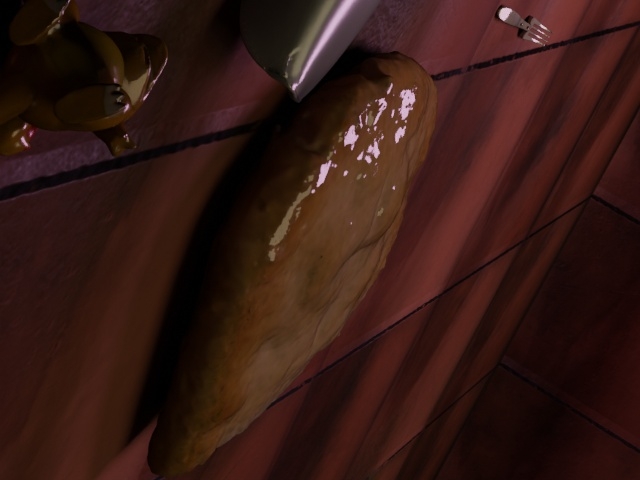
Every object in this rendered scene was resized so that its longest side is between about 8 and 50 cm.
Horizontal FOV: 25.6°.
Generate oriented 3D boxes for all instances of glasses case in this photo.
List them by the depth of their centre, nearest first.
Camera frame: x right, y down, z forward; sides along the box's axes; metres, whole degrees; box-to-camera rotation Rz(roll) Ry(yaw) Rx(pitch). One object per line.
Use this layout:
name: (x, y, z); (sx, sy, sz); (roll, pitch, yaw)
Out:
glasses case: (0.032, -0.257, 1.183); (0.308, 0.083, 0.128); (-56, 169, -8)

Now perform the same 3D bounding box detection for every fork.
fork: (0.271, -0.293, 1.912); (0.034, 0.028, 0.219); (-54, 161, 15)

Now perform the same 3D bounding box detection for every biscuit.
biscuit: (0.001, 0.001, 1.513); (0.429, 0.104, 0.446); (-37, 154, -50)

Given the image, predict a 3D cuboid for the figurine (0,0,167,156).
figurine: (-0.168, -0.095, 0.914); (0.122, 0.121, 0.176); (-32, 179, 13)
